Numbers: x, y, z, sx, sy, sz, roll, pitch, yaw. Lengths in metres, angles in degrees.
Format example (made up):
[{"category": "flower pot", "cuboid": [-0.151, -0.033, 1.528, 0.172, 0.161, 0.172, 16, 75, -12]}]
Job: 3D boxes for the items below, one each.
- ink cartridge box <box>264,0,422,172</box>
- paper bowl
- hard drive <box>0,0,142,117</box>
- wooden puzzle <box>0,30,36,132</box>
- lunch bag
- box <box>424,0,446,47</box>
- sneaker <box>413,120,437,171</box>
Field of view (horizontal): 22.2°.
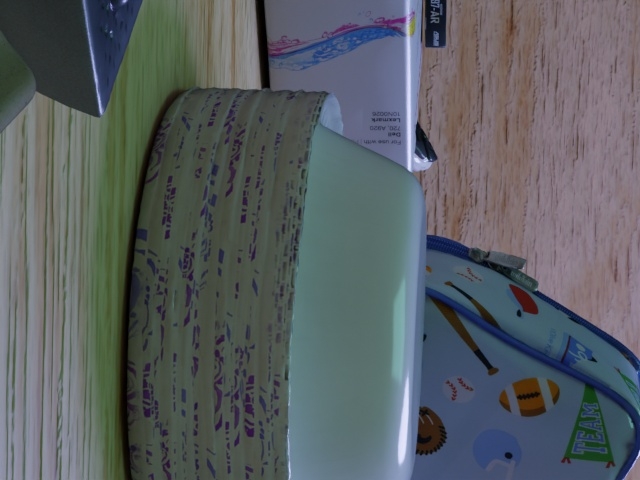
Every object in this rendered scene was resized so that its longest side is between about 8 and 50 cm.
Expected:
[{"category": "ink cartridge box", "cuboid": [0.022, -0.217, 1.305, 0.201, 0.117, 0.278, -81, 171, -52]}, {"category": "paper bowl", "cuboid": [-0.015, 0.053, 0.965, 0.284, 0.148, 0.284, 2, 90, -85]}, {"category": "hard drive", "cuboid": [-0.092, -0.190, 0.568, 0.172, 0.054, 0.254, -81, 174, -48]}, {"category": "wooden puzzle", "cuboid": [-0.129, -0.116, 0.368, 0.221, 0.044, 0.238, -72, 158, -67]}, {"category": "lunch bag", "cuboid": [0.078, 0.147, 1.178, 0.303, 0.243, 0.115, -59, -177, 26]}, {"category": "box", "cuboid": [0.098, -0.198, 1.392, 0.083, 0.018, 0.067, -64, 155, -82]}, {"category": "sneaker", "cuboid": [0.023, -0.124, 1.527, 0.100, 0.108, 0.271, 54, 9, -26]}]
